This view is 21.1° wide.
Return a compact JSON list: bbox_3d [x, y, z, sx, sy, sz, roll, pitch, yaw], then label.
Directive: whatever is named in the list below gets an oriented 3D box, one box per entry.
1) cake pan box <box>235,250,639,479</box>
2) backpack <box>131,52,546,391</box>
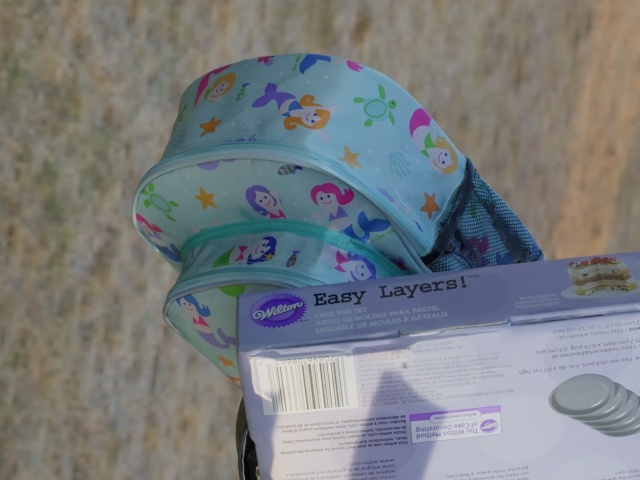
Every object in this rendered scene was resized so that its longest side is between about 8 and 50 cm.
[{"bbox_3d":[0.082,0.133,1.056,0.070,0.267,0.245,-95,178,-58],"label":"cake pan box"},{"bbox_3d":[0.000,0.000,1.151,0.253,0.225,0.191,52,49,-32],"label":"backpack"}]
